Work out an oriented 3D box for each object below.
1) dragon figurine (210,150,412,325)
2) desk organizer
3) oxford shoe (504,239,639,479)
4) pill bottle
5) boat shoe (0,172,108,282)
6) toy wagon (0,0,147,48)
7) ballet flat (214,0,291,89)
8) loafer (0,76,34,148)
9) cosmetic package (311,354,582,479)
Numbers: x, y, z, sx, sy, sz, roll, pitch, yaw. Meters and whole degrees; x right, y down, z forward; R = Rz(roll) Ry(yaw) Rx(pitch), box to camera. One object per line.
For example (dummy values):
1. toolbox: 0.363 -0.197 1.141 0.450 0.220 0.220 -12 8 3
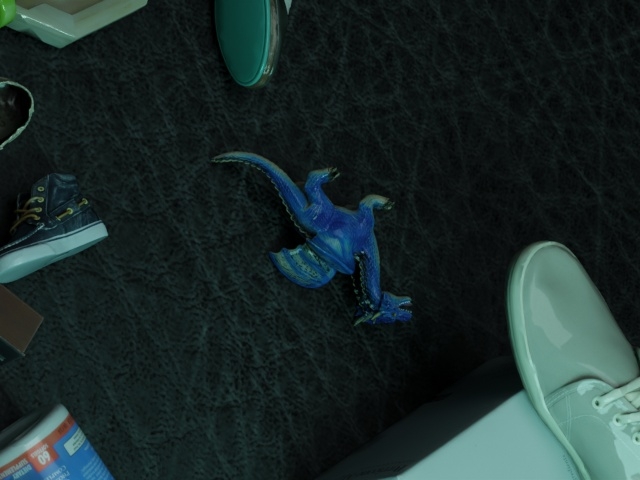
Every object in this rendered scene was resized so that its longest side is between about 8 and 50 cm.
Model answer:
1. dragon figurine: 0.000 0.000 2.093 0.289 0.085 0.144 28 61 -30
2. desk organizer: -0.348 0.064 1.833 0.130 0.047 0.050 41 53 -21
3. oxford shoe: 0.340 0.201 1.999 0.169 0.130 0.449 -25 92 -39
4. pill bottle: -0.247 0.282 1.794 0.124 0.124 0.221 -41 102 -38
5. boat shoe: -0.296 -0.015 1.869 0.083 0.065 0.183 61 27 1
6. toy wagon: -0.316 -0.388 1.979 0.267 0.068 0.344 -33 97 -39
7. ballet flat: -0.083 -0.314 2.123 0.096 0.095 0.281 -8 82 -51
8. loafer: -0.393 -0.098 1.816 0.268 0.092 0.102 -41 103 -38
9. cosmetic package: 0.176 0.261 2.071 0.385 0.217 0.156 -27 94 -41
